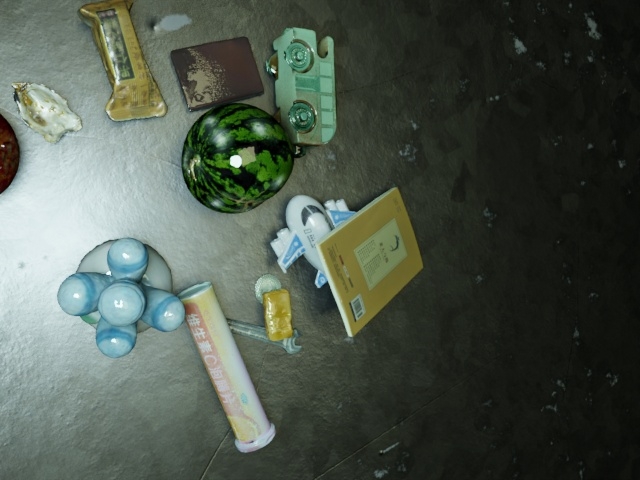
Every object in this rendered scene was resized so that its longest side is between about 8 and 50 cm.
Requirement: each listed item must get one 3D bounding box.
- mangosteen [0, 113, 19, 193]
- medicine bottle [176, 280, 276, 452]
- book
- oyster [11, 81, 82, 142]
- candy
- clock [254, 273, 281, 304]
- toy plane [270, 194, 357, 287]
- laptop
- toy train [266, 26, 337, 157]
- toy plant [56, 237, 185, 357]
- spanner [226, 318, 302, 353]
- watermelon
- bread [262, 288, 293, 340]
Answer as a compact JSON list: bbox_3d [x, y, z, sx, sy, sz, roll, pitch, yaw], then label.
[{"bbox_3d":[-0.736,-0.181,1.020,0.257,0.215,0.215,12,87,0],"label":"mangosteen"},{"bbox_3d":[-0.236,0.312,1.287,0.108,0.108,0.426,-25,103,-21],"label":"medicine bottle"},{"bbox_3d":[0.147,0.045,1.404,0.389,0.032,0.269,-34,110,-43],"label":"book"},{"bbox_3d":[-0.610,-0.289,1.144,0.103,0.051,0.148,-41,122,-20],"label":"oyster"},{"bbox_3d":[-0.453,-0.406,1.188,0.143,0.101,0.272,-22,106,-27],"label":"candy"},{"bbox_3d":[-0.139,0.130,1.384,0.074,0.010,0.083,-7,94,-22],"label":"clock"},{"bbox_3d":[-0.002,0.000,1.381,0.266,0.122,0.267,0,89,-22],"label":"toy plane"},{"bbox_3d":[-0.257,-0.421,1.309,0.207,0.026,0.154,-21,98,-22],"label":"laptop"},{"bbox_3d":[-0.044,-0.377,1.348,0.159,0.129,0.327,-4,92,-29],"label":"toy train"},{"bbox_3d":[-0.411,0.116,1.094,0.247,0.332,0.247,-1,94,-22],"label":"toy plant"},{"bbox_3d":[-0.180,0.240,1.367,0.301,0.017,0.071,18,85,-24],"label":"spanner"},{"bbox_3d":[-0.193,-0.192,1.213,0.268,0.269,0.269,-1,92,-23],"label":"watermelon"},{"bbox_3d":[-0.112,0.194,1.360,0.074,0.053,0.132,-3,87,-26],"label":"bread"}]
